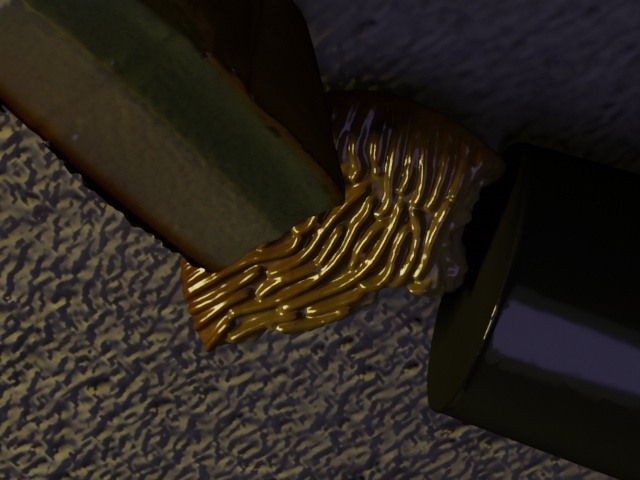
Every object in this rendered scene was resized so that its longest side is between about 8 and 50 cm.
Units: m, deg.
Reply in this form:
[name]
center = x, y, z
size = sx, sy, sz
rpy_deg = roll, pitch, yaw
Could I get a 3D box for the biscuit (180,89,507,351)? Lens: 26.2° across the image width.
[biscuit]
center = 0.000, 0.000, 0.861
size = 0.176, 0.031, 0.228
rpy_deg = 36, 115, 10

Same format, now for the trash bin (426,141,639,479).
[trash bin]
center = 0.248, 0.073, 0.844
size = 0.334, 0.214, 0.214
rpy_deg = 15, 122, -5

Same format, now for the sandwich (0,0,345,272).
[sandwich]
center = -0.093, -0.116, 0.732
size = 0.108, 0.186, 0.220
rpy_deg = -30, 136, 18
